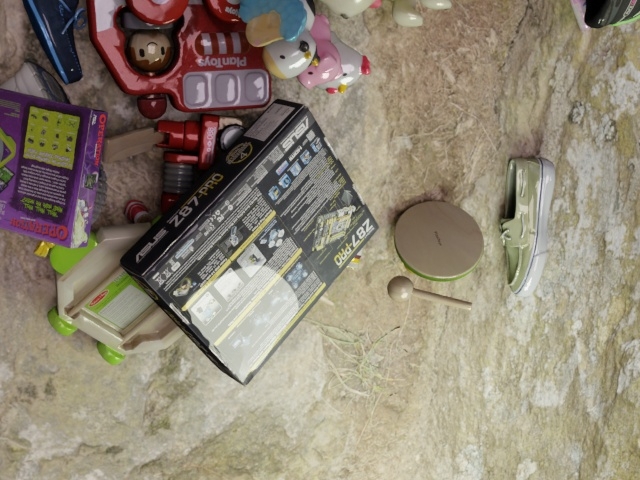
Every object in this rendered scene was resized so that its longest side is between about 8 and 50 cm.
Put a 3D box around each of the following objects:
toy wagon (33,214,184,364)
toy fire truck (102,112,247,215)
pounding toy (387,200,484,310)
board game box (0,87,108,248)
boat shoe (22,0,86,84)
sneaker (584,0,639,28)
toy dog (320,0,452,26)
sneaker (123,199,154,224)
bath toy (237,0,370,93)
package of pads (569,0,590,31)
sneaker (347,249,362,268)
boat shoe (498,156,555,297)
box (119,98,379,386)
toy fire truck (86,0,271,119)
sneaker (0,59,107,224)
[{"bbox_3d":[-0.341,0.066,1.435,0.267,0.068,0.344,-40,131,8],"label":"toy wagon"},{"bbox_3d":[-0.252,-0.116,1.460,0.246,0.158,0.217,5,101,-12],"label":"toy fire truck"},{"bbox_3d":[0.229,0.045,1.709,0.182,0.110,0.237,12,59,3],"label":"pounding toy"},{"bbox_3d":[-0.491,-0.127,1.275,0.346,0.056,0.208,15,95,19],"label":"board game box"},{"bbox_3d":[-0.423,-0.382,1.338,0.089,0.109,0.258,-24,112,-20],"label":"boat shoe"},{"bbox_3d":[0.505,-0.633,1.634,0.202,0.185,0.483,-32,103,1],"label":"sneaker"},{"bbox_3d":[0.119,-0.555,1.437,0.408,0.284,0.395,-38,113,-9],"label":"toy dog"},{"bbox_3d":[-0.315,-0.024,1.508,0.042,0.067,0.118,-32,142,-16],"label":"sneaker"},{"bbox_3d":[-0.014,-0.326,1.415,0.348,0.129,0.152,15,92,-69],"label":"bath toy"},{"bbox_3d":[0.563,-0.491,1.777,0.050,0.032,0.083,-33,113,-10],"label":"package of pads"},{"bbox_3d":[0.000,0.000,1.635,0.185,0.069,0.084,14,88,-31],"label":"sneaker"},{"bbox_3d":[0.429,-0.031,1.801,0.094,0.109,0.302,7,91,-9],"label":"boat shoe"},{"bbox_3d":[-0.102,0.005,1.440,0.395,0.097,0.318,-50,129,-17],"label":"box"},{"bbox_3d":[-0.227,-0.333,1.394,0.302,0.169,0.254,-9,108,-25],"label":"toy fire truck"},{"bbox_3d":[-0.439,-0.139,1.340,0.129,0.111,0.297,-31,71,8],"label":"sneaker"}]
